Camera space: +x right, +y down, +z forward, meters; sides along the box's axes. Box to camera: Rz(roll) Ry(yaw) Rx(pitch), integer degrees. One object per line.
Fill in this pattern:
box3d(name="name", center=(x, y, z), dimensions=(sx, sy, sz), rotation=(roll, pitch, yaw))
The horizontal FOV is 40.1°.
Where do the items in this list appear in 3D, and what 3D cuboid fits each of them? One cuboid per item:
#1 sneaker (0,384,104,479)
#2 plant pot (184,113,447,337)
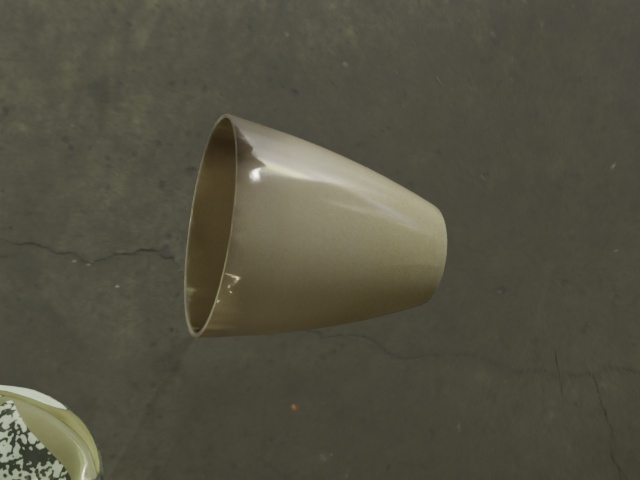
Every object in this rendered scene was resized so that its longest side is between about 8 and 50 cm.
box3d(name="sneaker", center=(-0.355, 0.157, 0.617), dimensions=(0.411, 0.182, 0.158), rotation=(6, 79, 16))
box3d(name="plant pot", center=(0.000, 0.000, 1.037), dimensions=(0.274, 0.256, 0.256), rotation=(8, 90, -17))
